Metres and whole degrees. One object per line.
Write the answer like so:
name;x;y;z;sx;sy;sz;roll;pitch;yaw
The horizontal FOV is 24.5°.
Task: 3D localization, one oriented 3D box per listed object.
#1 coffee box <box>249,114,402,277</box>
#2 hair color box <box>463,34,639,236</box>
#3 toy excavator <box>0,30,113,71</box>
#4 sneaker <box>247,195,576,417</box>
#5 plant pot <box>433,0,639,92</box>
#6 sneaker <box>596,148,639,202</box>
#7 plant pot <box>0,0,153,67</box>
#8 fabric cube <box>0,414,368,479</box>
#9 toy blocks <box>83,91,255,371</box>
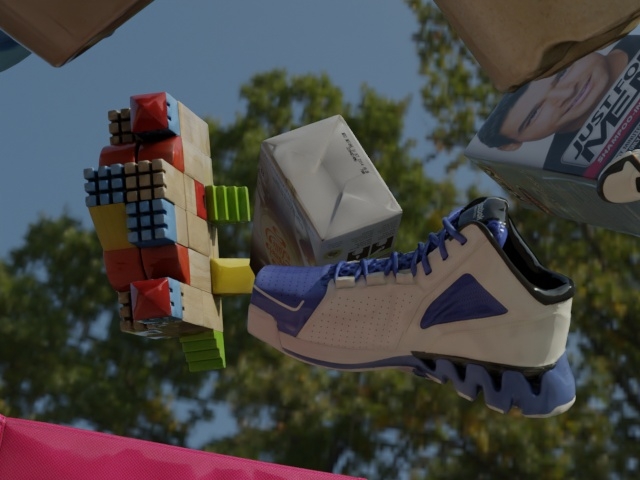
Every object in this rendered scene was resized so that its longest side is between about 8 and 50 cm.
coffee box;0.000;0.000;1.604;0.098;0.141;0.246;-21;-29;-18
hair color box;0.317;-0.119;1.602;0.113;0.374;0.185;38;-95;-19
toy excavator;-0.441;-0.290;1.697;0.222;0.445;0.433;43;-14;11
sneaker;0.102;0.037;1.389;0.315;0.127;0.182;13;-70;9
plant pot;0.184;-0.311;1.285;0.334;0.334;0.305;-30;-93;31
sneaker;0.272;-0.052;1.169;0.109;0.044;0.040;-16;-69;13
plant pot;-0.199;-0.287;1.034;0.323;0.323;0.280;-33;-80;33
fabric cube;-0.131;0.297;1.021;0.258;0.259;0.254;12;-28;-12
toy blocks;-0.212;-0.031;1.871;0.190;0.381;0.261;-7;-10;10
